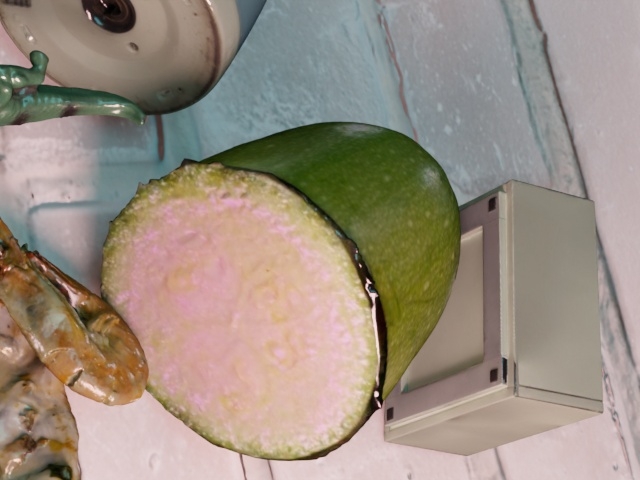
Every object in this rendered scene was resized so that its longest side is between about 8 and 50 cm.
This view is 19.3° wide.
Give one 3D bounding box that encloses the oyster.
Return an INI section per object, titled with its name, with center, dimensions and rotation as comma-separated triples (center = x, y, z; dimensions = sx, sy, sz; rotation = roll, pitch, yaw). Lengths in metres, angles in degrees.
[oyster]
center = -0.277, 0.169, 1.702
dimensions = 0.166, 0.094, 0.294
rotation = 20, 46, -22

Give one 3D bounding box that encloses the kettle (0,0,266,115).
[kettle]
center = -0.176, -0.338, 1.871
dimensions = 0.319, 0.247, 0.342
rotation = 23, 50, 4

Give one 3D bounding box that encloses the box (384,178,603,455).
[box]
center = 0.167, 0.083, 1.930
dimensions = 0.117, 0.225, 0.225
rotation = 13, 67, -30

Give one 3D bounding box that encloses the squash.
[squash]
center = -0.009, 0.012, 1.843
dimensions = 0.310, 0.310, 0.309
rotation = 55, 36, -5

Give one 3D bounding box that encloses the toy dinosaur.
[toy dinosaur]
center = -0.301, -0.154, 1.666
dimensions = 0.292, 0.079, 0.120
rotation = -1, 80, -30

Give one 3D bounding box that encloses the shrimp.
[shrimp]
center = -0.239, 0.066, 1.740
dimensions = 0.217, 0.051, 0.115
rotation = 48, 25, 3
